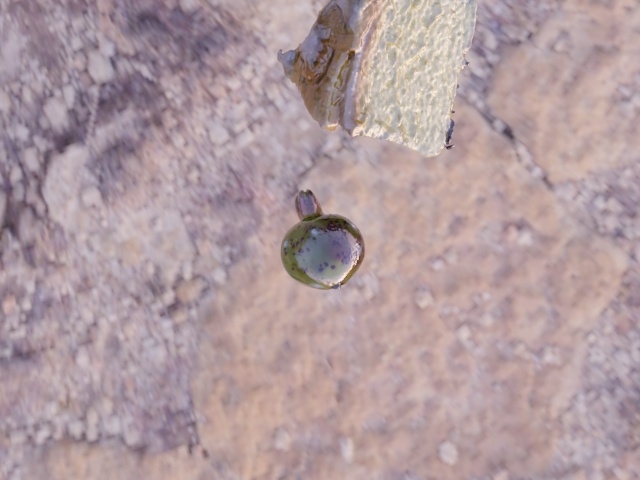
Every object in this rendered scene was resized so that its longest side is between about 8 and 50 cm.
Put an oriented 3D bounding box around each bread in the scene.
[{"bbox_3d":[0.062,-0.161,1.429,0.147,0.127,0.152,10,125,-36],"label":"bread"}]

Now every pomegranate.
[{"bbox_3d":[0.004,0.000,1.411,0.073,0.073,0.085,12,83,-19],"label":"pomegranate"}]
